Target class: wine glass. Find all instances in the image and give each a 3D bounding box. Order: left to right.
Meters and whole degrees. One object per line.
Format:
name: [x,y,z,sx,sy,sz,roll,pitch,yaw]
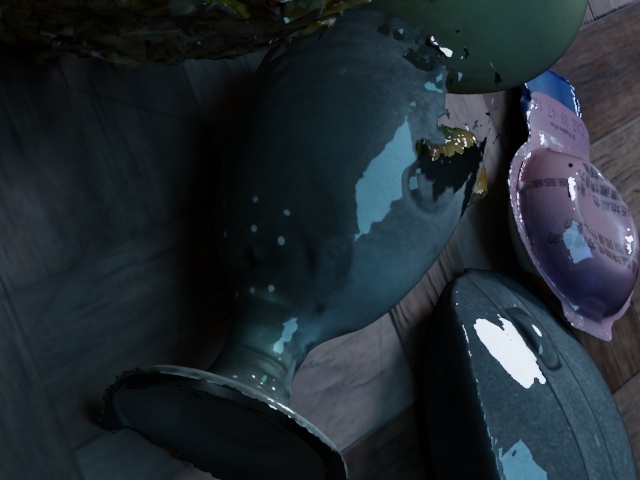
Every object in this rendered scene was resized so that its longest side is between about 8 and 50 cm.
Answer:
wine glass: [-0.005,0.001,1.042,0.190,0.190,0.357,43,57,-29]

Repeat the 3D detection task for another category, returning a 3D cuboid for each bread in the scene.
bread: [0.087,-0.056,1.226,0.083,0.077,0.070,7,63,-44]

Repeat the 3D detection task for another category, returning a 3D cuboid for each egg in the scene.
egg: [0.109,-0.225,1.189,0.295,0.218,0.218,26,61,-53]

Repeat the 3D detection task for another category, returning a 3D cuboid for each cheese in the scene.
cheese: [0.228,-0.042,1.360,0.189,0.074,0.285,22,52,-42]

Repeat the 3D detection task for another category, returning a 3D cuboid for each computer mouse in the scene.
computer mouse: [0.189,0.198,1.229,0.203,0.114,0.373,-7,83,-45]

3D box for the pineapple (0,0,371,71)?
pineapple: [-0.102,-0.262,0.911,0.352,0.352,0.300,-4,89,-45]
